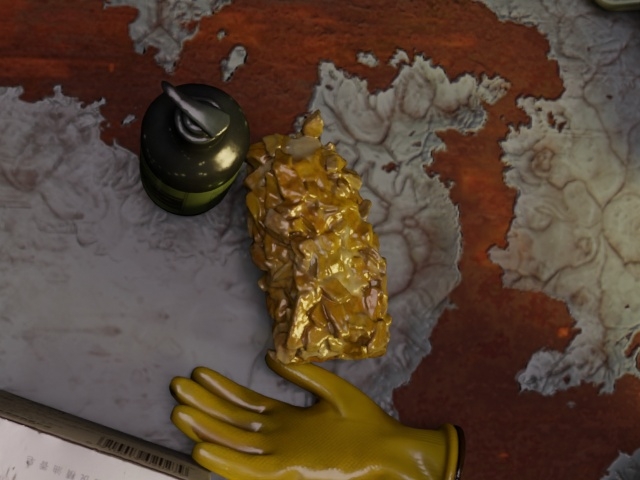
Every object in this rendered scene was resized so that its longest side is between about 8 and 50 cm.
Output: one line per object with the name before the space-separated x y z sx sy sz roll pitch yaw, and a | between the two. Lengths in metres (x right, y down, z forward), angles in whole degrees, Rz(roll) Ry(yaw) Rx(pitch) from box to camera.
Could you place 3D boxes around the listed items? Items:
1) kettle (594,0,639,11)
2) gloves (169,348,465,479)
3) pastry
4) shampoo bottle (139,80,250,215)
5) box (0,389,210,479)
kettle | 0.395 -0.331 1.333 0.210 0.160 0.243 -27 79 18
gloves | -0.013 0.199 1.198 0.294 0.133 0.116 19 109 -6
pastry | 0.000 0.000 1.213 0.154 0.102 0.250 -3 81 -32
shampoo bottle | -0.121 -0.090 1.139 0.101 0.284 0.101 1 83 -9
box | -0.237 0.225 1.122 0.260 0.194 0.111 18 85 -3
